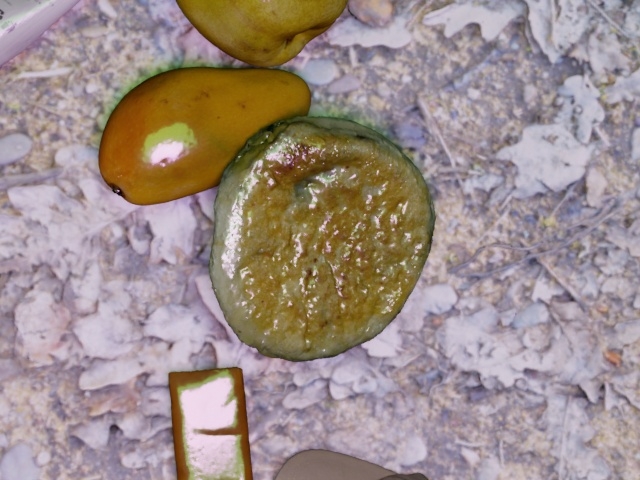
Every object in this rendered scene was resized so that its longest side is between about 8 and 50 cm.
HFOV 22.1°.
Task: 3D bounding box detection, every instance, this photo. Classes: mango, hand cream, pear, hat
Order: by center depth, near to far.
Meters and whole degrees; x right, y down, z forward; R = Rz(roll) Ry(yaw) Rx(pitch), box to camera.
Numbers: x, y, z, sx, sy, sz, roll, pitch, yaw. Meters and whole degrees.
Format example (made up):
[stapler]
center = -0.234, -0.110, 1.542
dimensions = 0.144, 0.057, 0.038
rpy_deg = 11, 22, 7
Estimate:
[pear]
center = -0.062, -0.291, 1.774
dimensions = 0.200, 0.200, 0.200
rpy_deg = 0, 88, -7
[mango]
center = -0.128, -0.128, 1.792
dimensions = 0.253, 0.113, 0.138
rpy_deg = -23, 76, -15
[hat]
center = 0.036, 0.317, 1.796
dimensions = 0.173, 0.144, 0.166
rpy_deg = 24, 82, -28
[hand cream]
center = -0.289, -0.306, 1.798
dimensions = 0.121, 0.076, 0.336
rpy_deg = 42, 82, 17

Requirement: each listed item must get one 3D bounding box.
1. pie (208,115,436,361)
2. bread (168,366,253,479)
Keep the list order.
[pie]
center = 0.000, 0.000, 1.790
dimensions = 0.277, 0.078, 0.277
rpy_deg = -7, 106, -23
[bread]
center = -0.118, 0.254, 1.811
dimensions = 0.088, 0.049, 0.226
rpy_deg = -4, 89, -7
